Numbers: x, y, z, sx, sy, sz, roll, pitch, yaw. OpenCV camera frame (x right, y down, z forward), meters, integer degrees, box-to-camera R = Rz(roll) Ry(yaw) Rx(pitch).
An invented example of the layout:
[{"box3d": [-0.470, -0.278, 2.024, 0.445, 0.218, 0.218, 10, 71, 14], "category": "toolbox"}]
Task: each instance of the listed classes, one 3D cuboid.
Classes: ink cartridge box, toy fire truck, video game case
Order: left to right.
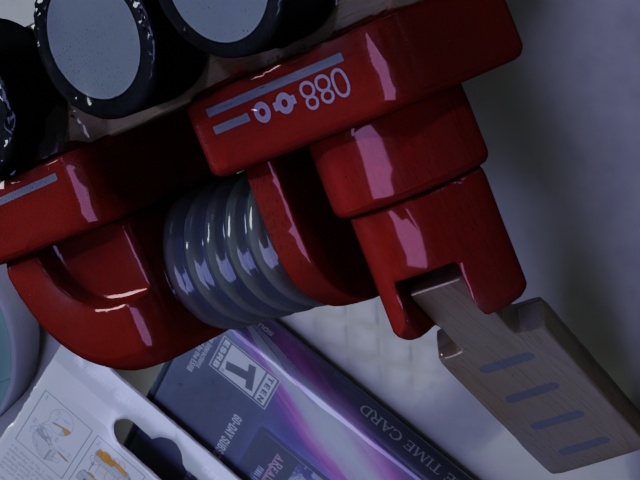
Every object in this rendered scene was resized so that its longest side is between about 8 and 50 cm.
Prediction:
[{"box3d": [-0.101, 0.146, 0.843, 0.145, 0.045, 0.179, 39, 115, 10], "category": "ink cartridge box"}, {"box3d": [0.000, 0.000, 0.646, 0.217, 0.158, 0.246, -19, 95, 41], "category": "toy fire truck"}, {"box3d": [0.022, 0.166, 0.798, 0.274, 0.026, 0.196, 39, 133, 11], "category": "video game case"}]

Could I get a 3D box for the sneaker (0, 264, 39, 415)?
[{"box3d": [-0.236, 0.094, 0.850, 0.094, 0.151, 0.256, 45, 132, 6], "category": "sneaker"}]
